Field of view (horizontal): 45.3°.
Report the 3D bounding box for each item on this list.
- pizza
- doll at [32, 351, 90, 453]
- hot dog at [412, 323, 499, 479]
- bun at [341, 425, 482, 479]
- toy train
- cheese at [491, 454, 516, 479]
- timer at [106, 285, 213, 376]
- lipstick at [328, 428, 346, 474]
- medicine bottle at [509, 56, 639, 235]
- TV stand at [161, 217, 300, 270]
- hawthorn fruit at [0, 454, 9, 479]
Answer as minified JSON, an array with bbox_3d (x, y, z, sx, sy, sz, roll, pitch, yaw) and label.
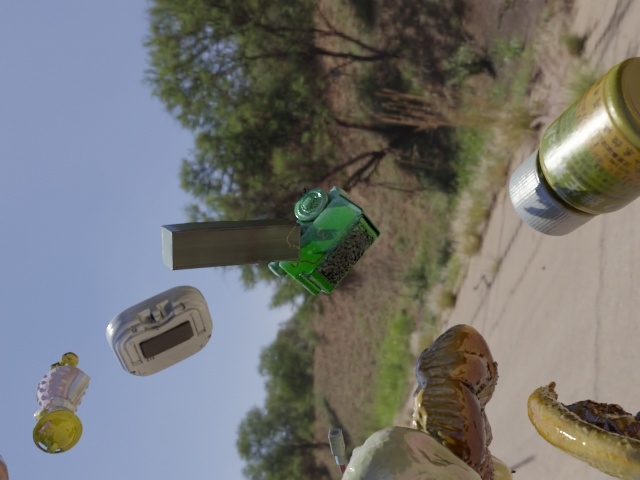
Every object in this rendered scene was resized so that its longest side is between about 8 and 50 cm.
[{"bbox_3d":[0.412,0.278,1.139,0.365,0.182,0.073,-104,17,-87],"label":"pizza"},{"bbox_3d":[-0.426,0.270,1.254,0.129,0.081,0.207,-40,30,13],"label":"doll"},{"bbox_3d":[0.310,0.388,1.741,0.365,0.196,0.367,68,-156,-48],"label":"hot dog"},{"bbox_3d":[0.152,0.534,1.507,0.213,0.361,0.360,-134,49,-68],"label":"bun"},{"bbox_3d":[0.000,0.000,1.692,0.243,0.188,0.132,-49,-41,-3],"label":"toy train"},{"bbox_3d":[0.352,0.593,1.994,0.259,0.316,0.128,-15,-64,-70],"label":"cheese"},{"bbox_3d":[-0.403,0.236,1.949,0.087,0.262,0.237,54,160,34],"label":"timer"},{"bbox_3d":[0.046,0.521,1.875,0.030,0.030,0.129,-78,-21,-64],"label":"lipstick"},{"bbox_3d":[0.556,-0.169,1.527,0.384,0.225,0.224,127,158,-59],"label":"medicine bottle"},{"bbox_3d":[-0.178,0.004,1.550,0.088,0.270,0.082,-161,70,-63],"label":"TV stand"},{"bbox_3d":[-0.606,0.406,1.277,0.251,0.200,0.199,64,-147,-60],"label":"hawthorn fruit"}]
